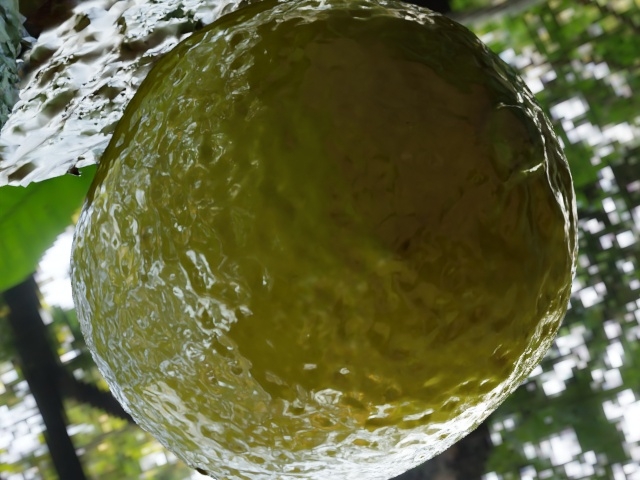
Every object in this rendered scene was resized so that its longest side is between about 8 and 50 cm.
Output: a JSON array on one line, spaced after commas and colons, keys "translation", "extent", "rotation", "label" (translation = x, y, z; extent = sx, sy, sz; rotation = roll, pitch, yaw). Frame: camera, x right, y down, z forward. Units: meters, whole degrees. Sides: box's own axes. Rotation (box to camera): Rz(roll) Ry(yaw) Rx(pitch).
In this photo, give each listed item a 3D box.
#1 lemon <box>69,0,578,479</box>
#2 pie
[{"translation": [-0.001, 0.001, 1.121], "extent": [0.336, 0.336, 0.336], "rotation": [25, -127, -39], "label": "lemon"}, {"translation": [-0.139, -0.165, 1.318], "extent": [0.288, 0.354, 0.103], "rotation": [-32, -106, -32], "label": "pie"}]
